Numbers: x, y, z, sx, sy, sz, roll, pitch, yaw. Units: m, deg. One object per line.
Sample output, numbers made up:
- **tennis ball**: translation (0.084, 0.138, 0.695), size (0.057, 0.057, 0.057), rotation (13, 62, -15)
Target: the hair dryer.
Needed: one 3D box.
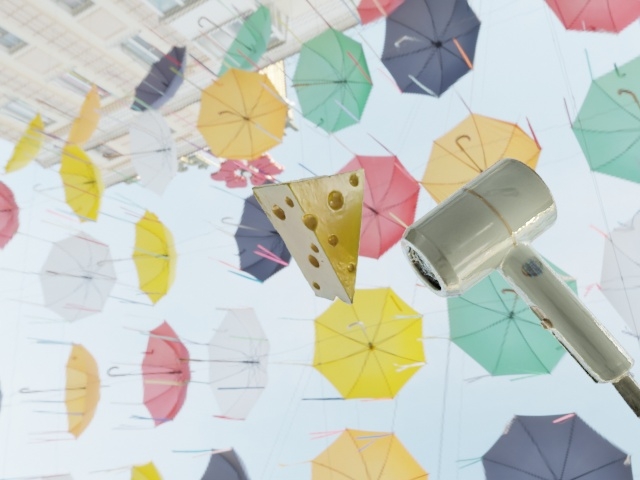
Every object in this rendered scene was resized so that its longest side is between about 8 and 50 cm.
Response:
- **hair dryer**: translation (0.267, 0.081, 0.663), size (0.173, 0.107, 0.357), rotation (-36, -107, -7)

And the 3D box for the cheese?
- **cheese**: translation (0.000, 0.000, 0.744), size (0.093, 0.126, 0.171), rotation (2, -75, 54)
